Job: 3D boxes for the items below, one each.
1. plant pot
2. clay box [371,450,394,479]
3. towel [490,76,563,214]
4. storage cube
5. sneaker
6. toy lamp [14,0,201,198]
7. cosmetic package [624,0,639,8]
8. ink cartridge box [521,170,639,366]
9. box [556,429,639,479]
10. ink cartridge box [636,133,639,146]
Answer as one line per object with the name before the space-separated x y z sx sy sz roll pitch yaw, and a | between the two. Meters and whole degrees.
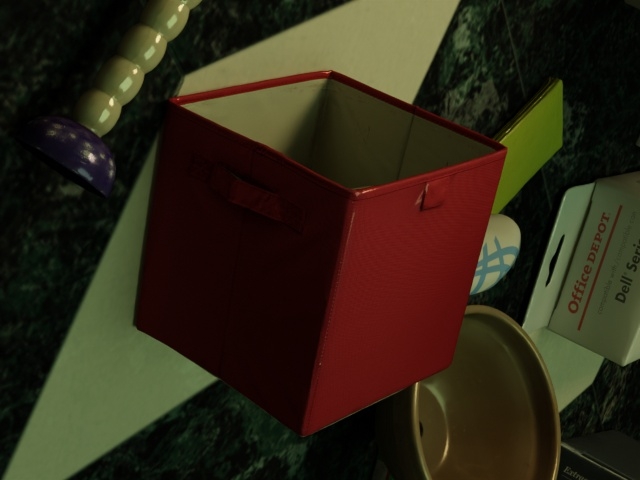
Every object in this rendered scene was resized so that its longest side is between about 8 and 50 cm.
plant pot | 0.133 0.190 1.327 0.237 0.110 0.237 15 69 -43
clay box | 0.138 0.263 1.480 0.222 0.053 0.127 -11 120 -51
towel | 0.174 -0.064 1.331 0.237 0.021 0.102 -44 146 -27
storage cube | 0.000 0.000 0.981 0.215 0.184 0.193 -17 127 -48
sneaker | 0.100 0.012 1.200 0.237 0.085 0.086 -20 121 -36
toy lamp | -0.090 -0.159 0.840 0.274 0.080 0.080 -59 147 -8
cosmetic package | 0.517 -0.268 1.296 0.217 0.385 0.156 -32 136 -26
ink cartridge box | 0.402 0.027 1.615 0.353 0.119 0.207 -12 122 -51
box | 0.426 0.510 1.835 0.212 0.293 0.395 3 111 -55
ink cartridge box | 0.431 -0.119 1.615 0.083 0.048 0.028 2 111 -54
